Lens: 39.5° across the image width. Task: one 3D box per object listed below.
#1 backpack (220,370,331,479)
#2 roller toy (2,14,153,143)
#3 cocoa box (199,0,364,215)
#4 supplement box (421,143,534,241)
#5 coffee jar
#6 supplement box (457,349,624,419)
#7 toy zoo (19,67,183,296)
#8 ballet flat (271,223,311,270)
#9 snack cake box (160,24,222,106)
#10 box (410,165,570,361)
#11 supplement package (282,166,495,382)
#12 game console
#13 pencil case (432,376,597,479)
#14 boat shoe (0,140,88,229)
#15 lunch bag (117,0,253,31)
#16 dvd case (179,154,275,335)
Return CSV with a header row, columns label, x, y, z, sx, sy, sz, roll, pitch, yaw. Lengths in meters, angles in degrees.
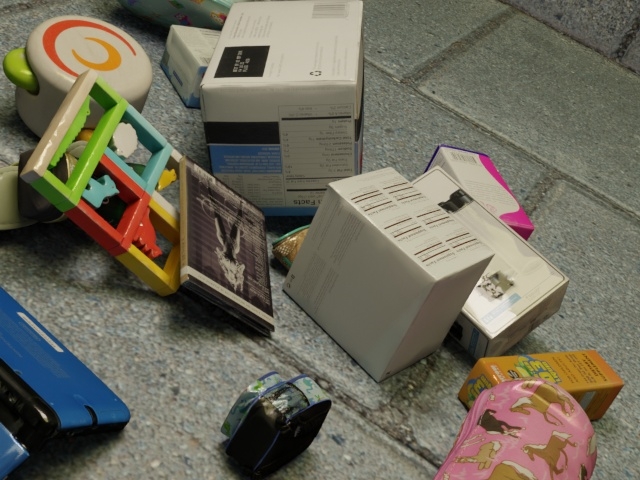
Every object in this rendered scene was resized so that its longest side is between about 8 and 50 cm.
label,x,y,z,sx,sy,sz,roll,pitch,yaw
backpack,-0.048,0.199,1.006,0.084,0.105,0.114,43,32,23
roller toy,-0.363,-0.234,1.371,0.209,0.146,0.191,30,42,-2
cocoa box,-0.046,-0.219,1.430,0.231,0.228,0.347,-1,34,4
supplement box,0.266,-0.057,1.564,0.111,0.114,0.220,10,35,-23
coffee jar,-0.309,-0.065,1.174,0.184,0.079,0.096,7,78,-52
supplement box,0.312,0.210,1.252,0.233,0.080,0.078,-1,39,-31
toy zoo,-0.238,-0.060,1.171,0.293,0.030,0.192,46,41,-32
ballet flat,0.000,0.000,1.369,0.206,0.073,0.067,-31,89,-49
snack cake box,-0.150,-0.320,1.684,0.264,0.089,0.152,-1,39,-34
box,0.212,0.033,1.366,0.169,0.087,0.290,-32,59,-19
supplement package,0.090,0.042,1.233,0.203,0.194,0.149,43,38,25
game console,-0.390,0.158,0.913,0.293,0.173,0.250,38,4,19
pencil case,0.188,0.302,0.973,0.160,0.167,0.386,-2,20,31
boat shoe,-0.391,-0.067,1.192,0.228,0.068,0.081,-37,108,-50
lunch bag,-0.264,-0.481,1.733,0.279,0.224,0.108,24,71,-5
dvd case,-0.128,0.006,1.204,0.164,0.018,0.221,37,32,-40
